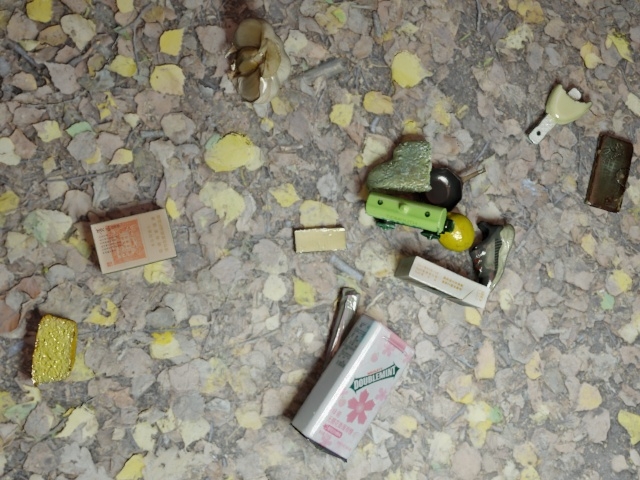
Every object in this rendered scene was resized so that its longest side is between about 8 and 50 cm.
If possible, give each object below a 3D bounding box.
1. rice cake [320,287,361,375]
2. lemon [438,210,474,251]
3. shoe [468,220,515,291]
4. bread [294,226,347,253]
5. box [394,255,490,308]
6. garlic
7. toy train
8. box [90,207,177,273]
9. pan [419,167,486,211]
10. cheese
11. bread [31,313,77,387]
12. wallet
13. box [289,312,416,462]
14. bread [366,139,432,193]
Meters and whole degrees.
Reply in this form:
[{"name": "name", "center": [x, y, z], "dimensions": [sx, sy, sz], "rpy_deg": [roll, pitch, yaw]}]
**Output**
[{"name": "rice cake", "center": [0.054, 0.263, 1.815], "dimensions": [0.055, 0.049, 0.270], "rpy_deg": [18, 83, -30]}, {"name": "lemon", "center": [0.384, -0.026, 1.861], "dimensions": [0.109, 0.109, 0.133], "rpy_deg": [-29, 102, -10]}, {"name": "shoe", "center": [0.483, 0.044, 1.885], "dimensions": [0.112, 0.099, 0.228], "rpy_deg": [24, 78, 0]}, {"name": "bread", "center": [0.000, 0.000, 1.836], "dimensions": [0.153, 0.028, 0.068], "rpy_deg": [-5, 86, -9]}, {"name": "box", "center": [0.340, 0.118, 1.823], "dimensions": [0.233, 0.149, 0.067], "rpy_deg": [23, 85, -7]}, {"name": "garlic", "center": [-0.162, -0.497, 1.799], "dimensions": [0.142, 0.178, 0.230], "rpy_deg": [-17, 108, -40]}, {"name": "toy train", "center": [0.241, -0.072, 1.787], "dimensions": [0.253, 0.157, 0.105], "rpy_deg": [15, 84, 20]}, {"name": "box", "center": [-0.497, 0.003, 1.738], "dimensions": [0.201, 0.058, 0.141], "rpy_deg": [-13, 88, -9]}, {"name": "pan", "center": [0.383, -0.146, 1.900], "dimensions": [0.201, 0.048, 0.129], "rpy_deg": [-1, 87, -8]}, {"name": "cheese", "center": [0.716, -0.378, 1.973], "dimensions": [0.127, 0.050, 0.235], "rpy_deg": [45, 82, -6]}, {"name": "bread", "center": [-0.689, 0.285, 1.682], "dimensions": [0.103, 0.065, 0.188], "rpy_deg": [4, 84, -11]}, {"name": "wallet", "center": [0.895, -0.207, 1.999], "dimensions": [0.121, 0.031, 0.232], "rpy_deg": [15, 83, -6]}, {"name": "box", "center": [0.088, 0.400, 1.757], "dimensions": [0.190, 0.112, 0.370], "rpy_deg": [41, 80, -31]}, {"name": "bread", "center": [0.244, -0.194, 1.847], "dimensions": [0.232, 0.064, 0.172], "rpy_deg": [-39, 65, -9]}]
